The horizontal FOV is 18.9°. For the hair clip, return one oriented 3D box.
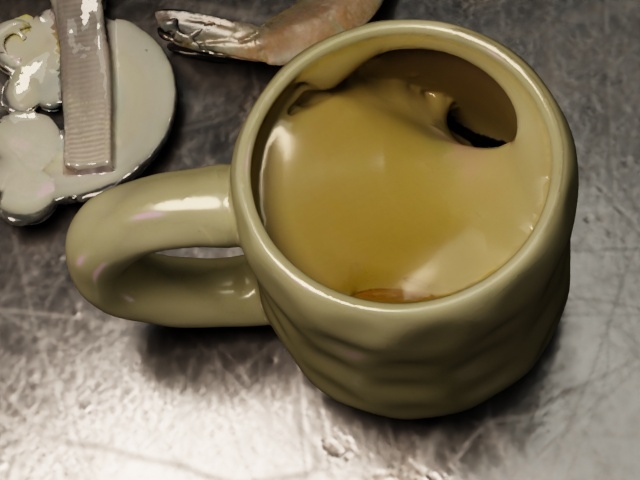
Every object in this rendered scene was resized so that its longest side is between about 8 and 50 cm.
[{"bbox_3d":[-0.143,-0.091,1.148,0.116,0.049,0.172,-7,73,8],"label":"hair clip"}]

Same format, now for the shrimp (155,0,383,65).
[{"bbox_3d":[-0.062,-0.184,1.173,0.219,0.046,0.152,34,74,14],"label":"shrimp"}]

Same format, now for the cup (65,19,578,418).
[{"bbox_3d":[0.011,0.015,1.013,0.255,0.202,0.173,-29,71,-5],"label":"cup"}]
